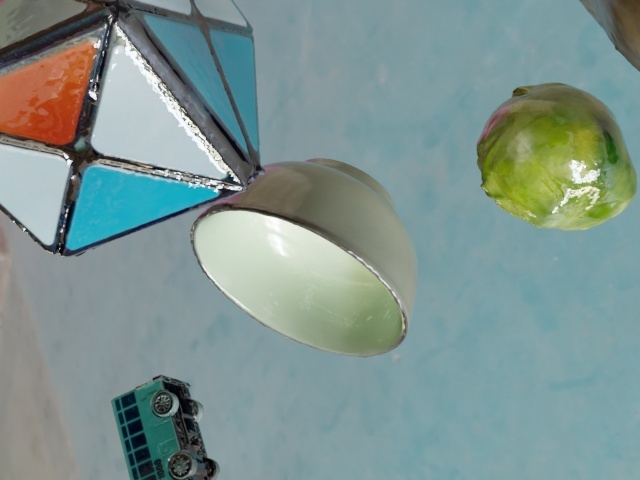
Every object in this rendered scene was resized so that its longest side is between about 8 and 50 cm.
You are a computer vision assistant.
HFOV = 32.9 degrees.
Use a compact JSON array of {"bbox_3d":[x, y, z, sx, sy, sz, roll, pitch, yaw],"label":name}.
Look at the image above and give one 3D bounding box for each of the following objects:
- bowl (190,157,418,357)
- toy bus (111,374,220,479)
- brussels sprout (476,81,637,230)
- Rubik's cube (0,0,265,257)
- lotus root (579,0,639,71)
[{"bbox_3d":[0.000,0.000,1.631,0.354,0.354,0.185,-38,21,58],"label":"bowl"},{"bbox_3d":[-0.176,0.245,1.237,0.092,0.079,0.160,-26,67,14],"label":"toy bus"},{"bbox_3d":[0.239,-0.089,1.060,0.122,0.152,0.149,-35,60,54],"label":"brussels sprout"},{"bbox_3d":[-0.221,-0.170,1.063,0.246,0.250,0.248,51,-154,-43],"label":"Rubik's cube"},{"bbox_3d":[0.198,-0.188,0.455,0.346,0.251,0.250,-83,4,-59],"label":"lotus root"}]
